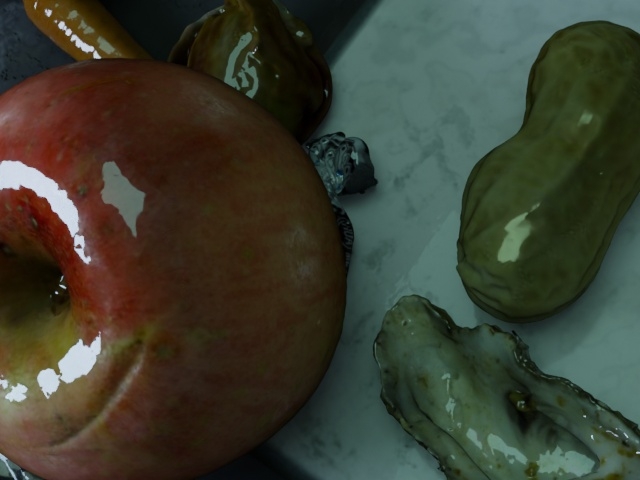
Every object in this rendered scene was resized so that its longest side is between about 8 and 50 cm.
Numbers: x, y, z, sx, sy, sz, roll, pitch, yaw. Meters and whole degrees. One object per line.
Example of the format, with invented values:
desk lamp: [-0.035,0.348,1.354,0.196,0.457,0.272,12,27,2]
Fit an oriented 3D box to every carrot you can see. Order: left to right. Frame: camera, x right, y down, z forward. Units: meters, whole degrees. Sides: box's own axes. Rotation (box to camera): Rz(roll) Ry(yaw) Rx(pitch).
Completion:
carrot: [-0.207,-0.187,1.487,0.069,0.069,0.336,-45,70,-7]

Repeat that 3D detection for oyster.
oyster: [0.187,0.173,1.240,0.341,0.110,0.166,19,69,21]

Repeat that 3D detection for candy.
candy: [0.000,0.000,1.379,0.094,0.051,0.226,-2,67,33]

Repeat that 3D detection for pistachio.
pistachio: [-0.070,-0.145,1.405,0.165,0.130,0.210,9,74,-2]

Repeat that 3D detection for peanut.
peanut: [0.218,-0.066,1.310,0.147,0.147,0.305,26,76,20]

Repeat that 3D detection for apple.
apple: [-0.146,0.028,1.216,0.364,0.364,0.364,-4,69,11]

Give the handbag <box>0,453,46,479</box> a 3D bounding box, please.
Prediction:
handbag: [-0.440,0.318,1.264,0.317,0.180,0.416,31,64,24]
